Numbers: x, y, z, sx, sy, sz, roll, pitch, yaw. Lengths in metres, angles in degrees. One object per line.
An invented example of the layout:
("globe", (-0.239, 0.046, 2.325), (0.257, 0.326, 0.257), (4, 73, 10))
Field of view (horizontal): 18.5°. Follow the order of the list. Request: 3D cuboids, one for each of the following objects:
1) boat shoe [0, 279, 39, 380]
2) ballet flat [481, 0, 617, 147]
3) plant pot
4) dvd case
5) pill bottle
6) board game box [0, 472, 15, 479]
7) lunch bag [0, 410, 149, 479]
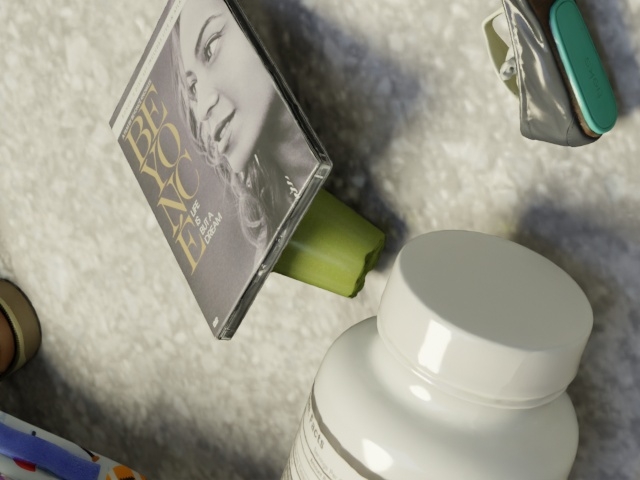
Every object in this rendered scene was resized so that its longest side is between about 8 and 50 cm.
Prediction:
("boat shoe", (-0.360, 0.130, 1.623), (0.110, 0.104, 0.307), (52, 128, 6))
("ballet flat", (0.124, -0.152, 1.206), (0.074, 0.074, 0.203), (-7, 106, 36))
("plant pot", (0.000, 0.000, 1.350), (0.079, 0.083, 0.083), (27, 122, 9))
("dvd case", (-0.075, -0.068, 1.344), (0.164, 0.018, 0.221), (-59, 44, 34))
("pill bottle", (0.065, 0.158, 1.295), (0.176, 0.176, 0.318), (32, 123, 21))
("board game box", (-0.131, 0.296, 1.364), (0.347, 0.056, 0.208), (22, 138, 31))
("lunch bag", (-0.290, 0.224, 1.534), (0.303, 0.115, 0.243), (24, 128, -11))
